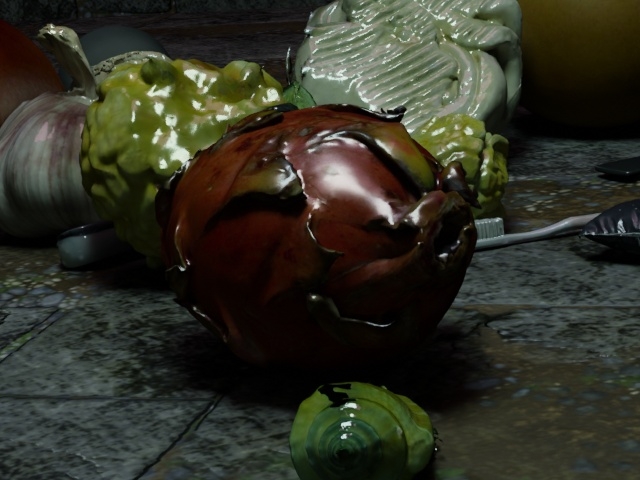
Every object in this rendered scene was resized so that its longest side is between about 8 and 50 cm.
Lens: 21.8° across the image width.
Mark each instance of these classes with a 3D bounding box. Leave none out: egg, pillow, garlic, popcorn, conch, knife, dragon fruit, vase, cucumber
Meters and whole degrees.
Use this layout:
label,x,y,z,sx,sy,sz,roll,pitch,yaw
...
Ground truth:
label,x,y,z,sx,sy,sz,roll,pitch,yaw
egg,0.359,-0.288,2.199,0.282,0.283,0.351,-12,14,-24
pillow,0.368,-0.009,1.603,0.208,0.055,0.141,8,11,37
garlic,-0.278,-0.130,1.901,0.245,0.253,0.245,-7,21,3
popcorn,0.130,-0.071,1.748,0.162,0.141,0.135,21,-21,-3
conch,0.030,0.136,1.146,0.095,0.079,0.201,20,14,18
knife,-0.179,-0.019,1.844,0.265,0.041,0.073,-18,3,-40
dragon fruit,0.003,0.000,1.371,0.315,0.250,0.250,-13,9,32
vase,-0.259,-0.179,2.255,0.173,0.173,0.321,-8,20,-11
cucumber,-0.062,-0.119,1.869,0.046,0.070,0.220,25,-32,-23
popcorn,-0.121,-0.089,1.688,0.249,0.249,0.225,-14,-16,-30

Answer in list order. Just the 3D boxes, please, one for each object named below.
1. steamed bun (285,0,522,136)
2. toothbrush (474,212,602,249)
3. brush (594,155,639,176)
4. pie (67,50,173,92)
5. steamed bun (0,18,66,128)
label,x,y,z,sx,sy,sz,roll,pitch,yaw
steamed bun,0.106,-0.188,2.082,0.280,0.207,0.268,19,65,12
toothbrush,0.286,-0.024,1.727,0.307,0.030,0.025,-8,9,-12
brush,0.417,-0.097,1.982,0.193,0.016,0.063,-14,18,-28
pie,-0.222,-0.142,2.056,0.218,0.185,0.052,2,20,4
steamed bun,-0.550,-0.204,2.263,0.379,0.248,0.235,0,15,24
